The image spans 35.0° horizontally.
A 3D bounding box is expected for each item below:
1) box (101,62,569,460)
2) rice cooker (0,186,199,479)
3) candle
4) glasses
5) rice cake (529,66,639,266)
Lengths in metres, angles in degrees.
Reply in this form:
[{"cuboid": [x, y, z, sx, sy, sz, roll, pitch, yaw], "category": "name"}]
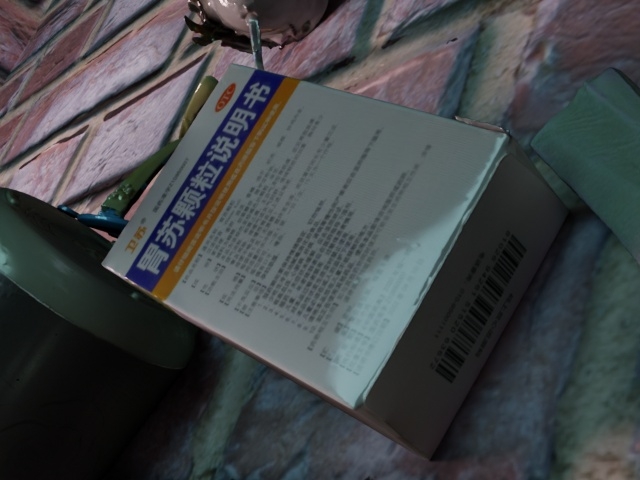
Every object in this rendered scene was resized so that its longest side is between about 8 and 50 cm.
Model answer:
[{"cuboid": [0.000, 0.000, 0.745, 0.299, 0.106, 0.200, 22, 78, 45], "category": "box"}, {"cuboid": [-0.292, 0.117, 0.985, 0.277, 0.288, 0.288, -54, 27, 4], "category": "rice cooker"}, {"cuboid": [-0.072, -0.332, 1.242, 0.187, 0.187, 0.330, -32, 37, 37], "category": "candle"}, {"cuboid": [-0.144, -0.059, 1.052, 0.207, 0.102, 0.239, -44, -8, 5], "category": "glasses"}, {"cuboid": [0.200, -0.037, 0.621, 0.080, 0.042, 0.221, -43, 28, 13], "category": "rice cake"}]
